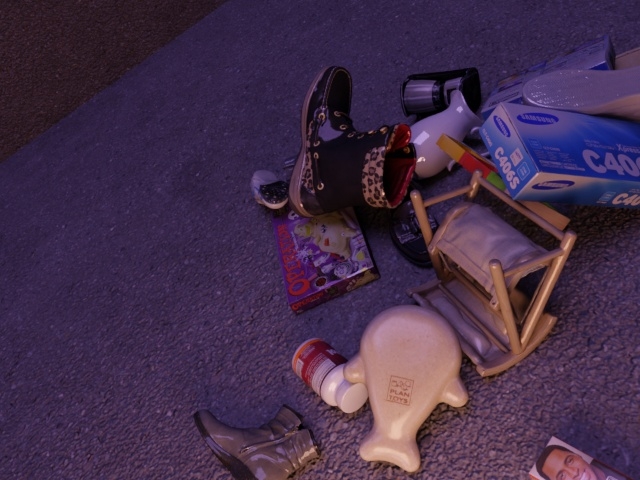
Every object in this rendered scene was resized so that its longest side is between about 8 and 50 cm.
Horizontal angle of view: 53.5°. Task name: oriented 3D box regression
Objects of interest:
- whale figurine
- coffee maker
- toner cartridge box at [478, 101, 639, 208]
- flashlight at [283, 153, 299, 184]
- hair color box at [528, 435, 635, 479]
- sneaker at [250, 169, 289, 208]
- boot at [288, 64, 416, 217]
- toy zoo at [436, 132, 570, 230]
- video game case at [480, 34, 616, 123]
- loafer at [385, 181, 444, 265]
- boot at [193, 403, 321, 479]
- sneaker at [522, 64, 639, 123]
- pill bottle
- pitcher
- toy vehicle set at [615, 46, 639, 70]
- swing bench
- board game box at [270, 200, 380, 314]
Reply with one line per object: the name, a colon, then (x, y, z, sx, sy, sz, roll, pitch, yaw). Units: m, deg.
whale figurine: (0.146, 0.251, 1.100, 0.216, 0.141, 0.272, 9, 75, 13)
coffee maker: (0.318, -0.393, 1.637, 0.178, 0.120, 0.171, 4, 51, 34)
toner cartridge box: (0.468, -0.147, 1.137, 0.347, 0.075, 0.165, 1, 53, -25)
flashlight: (0.060, -0.206, 1.632, 0.304, 0.103, 0.103, -16, 44, 11)
hair color box: (0.379, 0.349, 0.902, 0.141, 0.043, 0.072, 22, 64, 45)
sneaker: (-0.129, -0.118, 1.637, 0.085, 0.086, 0.237, -4, 20, -13)
boot: (0.081, -0.233, 1.445, 0.284, 0.138, 0.377, 3, 74, 44)
toy zoo: (0.357, -0.133, 1.302, 0.030, 0.192, 0.293, -57, 37, 17)
video game case: (0.514, -0.351, 1.420, 0.269, 0.061, 0.244, -19, 20, 33)
loafer: (0.186, -0.069, 1.406, 0.109, 0.095, 0.302, -25, 40, 7)
boot: (-0.117, 0.364, 1.183, 0.161, 0.083, 0.246, -39, 46, -19)
sneaker: (0.535, -0.251, 1.253, 0.292, 0.169, 0.108, -4, 61, 3)
pill bottle: (0.020, 0.253, 1.190, 0.086, 0.086, 0.152, -43, 42, -13)
pitcher: (0.295, -0.223, 1.489, 0.207, 0.125, 0.178, -42, 74, -4)
toy vehicle set: (0.699, -0.328, 1.398, 0.166, 0.035, 0.267, -19, 41, 14)
swing bench: (0.285, 0.053, 1.126, 0.165, 0.255, 0.253, -18, 38, -18)
board game box: (0.000, 0.000, 1.493, 0.208, 0.056, 0.347, -28, 40, 10)
